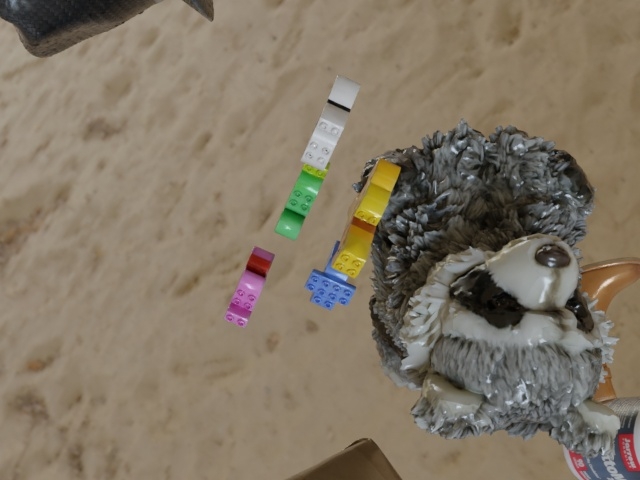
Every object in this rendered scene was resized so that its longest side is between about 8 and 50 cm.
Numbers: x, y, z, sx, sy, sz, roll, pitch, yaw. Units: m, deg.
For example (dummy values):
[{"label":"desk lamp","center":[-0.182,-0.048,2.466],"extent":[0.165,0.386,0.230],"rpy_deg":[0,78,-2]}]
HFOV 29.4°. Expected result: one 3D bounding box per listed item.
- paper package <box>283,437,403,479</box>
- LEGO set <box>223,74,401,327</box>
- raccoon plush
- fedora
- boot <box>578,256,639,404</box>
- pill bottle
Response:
[{"label":"paper package","center":[0.006,0.398,1.102],"extent":[0.309,0.168,0.325],"rpy_deg":[-46,72,29]},{"label":"LEGO set","center":[0.000,0.000,0.934],"extent":[0.093,0.087,0.227],"rpy_deg":[-71,6,-53]},{"label":"raccoon plush","center":[0.152,0.113,1.090],"extent":[0.216,0.446,0.299],"rpy_deg":[-5,54,4]},{"label":"fedora","center":[-0.246,-0.257,1.071],"extent":[0.152,0.334,0.334],"rpy_deg":[-47,37,2]},{"label":"boot","center":[0.319,0.118,1.446],"extent":[0.197,0.073,0.152],"rpy_deg":[-30,64,17]},{"label":"pill bottle","center":[0.389,0.240,1.458],"extent":[0.180,0.108,0.108],"rpy_deg":[-16,50,53]}]
